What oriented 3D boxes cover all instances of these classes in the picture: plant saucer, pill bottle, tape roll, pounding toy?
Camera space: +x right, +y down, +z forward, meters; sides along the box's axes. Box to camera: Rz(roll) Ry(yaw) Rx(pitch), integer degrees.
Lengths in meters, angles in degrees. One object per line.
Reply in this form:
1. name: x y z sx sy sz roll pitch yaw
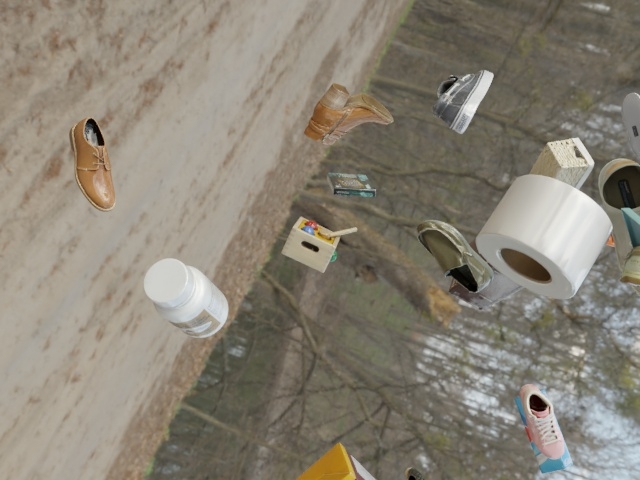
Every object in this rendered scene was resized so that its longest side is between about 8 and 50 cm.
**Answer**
1. plant saucer: 0.699 0.003 1.423 0.192 0.018 0.067 52 8 -40
2. pill bottle: -0.304 0.130 1.481 0.229 0.131 0.131 64 43 -63
3. tape roll: 0.495 -0.007 1.459 0.169 0.246 0.246 -53 171 -12
4. pounding toy: 0.000 0.000 1.559 0.130 0.141 0.100 -63 178 -73

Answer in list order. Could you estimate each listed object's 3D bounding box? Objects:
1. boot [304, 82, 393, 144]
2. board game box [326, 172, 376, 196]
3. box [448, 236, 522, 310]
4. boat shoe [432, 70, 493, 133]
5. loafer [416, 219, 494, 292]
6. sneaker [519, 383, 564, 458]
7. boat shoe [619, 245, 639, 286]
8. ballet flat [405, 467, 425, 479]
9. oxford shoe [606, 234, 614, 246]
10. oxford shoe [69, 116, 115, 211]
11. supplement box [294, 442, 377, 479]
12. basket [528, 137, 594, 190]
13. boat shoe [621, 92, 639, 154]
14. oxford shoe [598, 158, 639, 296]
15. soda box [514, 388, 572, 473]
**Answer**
1. boot: 0.068 -0.294 1.628 0.152 0.197 0.073 -55 -153 32
2. board game box: 0.091 -0.170 1.992 0.186 0.126 0.026 -106 -160 -70
3. box: 0.553 0.047 1.952 0.191 0.143 0.381 -66 -173 -32
4. boat shoe: 0.324 -0.341 1.524 0.301 0.102 0.108 -54 173 -51
5. loafer: 0.355 0.045 1.745 0.087 0.251 0.094 -50 180 -44
6. sneaker: 0.385 0.318 1.134 0.070 0.051 0.134 40 30 -78
7. boat shoe: 0.745 0.061 1.488 0.285 0.105 0.089 2 100 -63
8. ballet flat: 0.260 0.660 1.739 0.173 0.049 0.057 -139 -144 -70
9. oxford shoe: 0.944 -0.037 2.007 0.133 0.364 0.130 -12 -95 60
10. oxford shoe: -0.492 -0.167 1.427 0.076 0.212 0.076 -15 174 -45
11. supplement box: 0.044 0.617 1.501 0.191 0.194 0.129 -41 -164 2
12. basket: 0.670 -0.193 1.844 0.167 0.103 0.113 105 -24 -51
13. boat shoe: 0.721 -0.265 1.489 0.040 0.049 0.142 -16 96 -46
14. oxford shoe: 0.862 -0.013 1.740 0.130 0.169 0.449 12 59 -69
15. soda box: 0.610 0.521 1.792 0.067 0.071 0.210 6 62 -51
